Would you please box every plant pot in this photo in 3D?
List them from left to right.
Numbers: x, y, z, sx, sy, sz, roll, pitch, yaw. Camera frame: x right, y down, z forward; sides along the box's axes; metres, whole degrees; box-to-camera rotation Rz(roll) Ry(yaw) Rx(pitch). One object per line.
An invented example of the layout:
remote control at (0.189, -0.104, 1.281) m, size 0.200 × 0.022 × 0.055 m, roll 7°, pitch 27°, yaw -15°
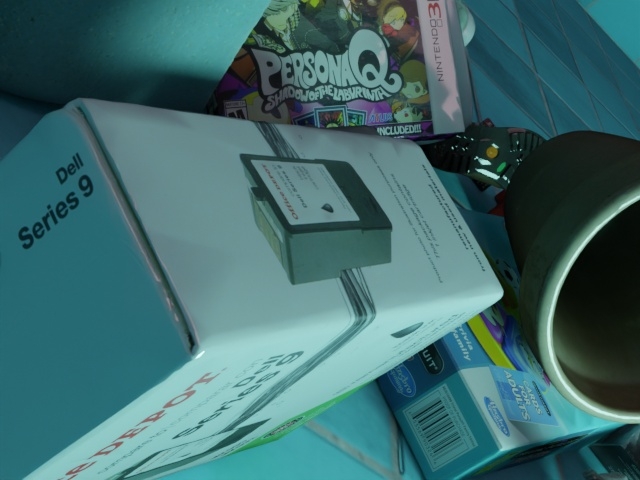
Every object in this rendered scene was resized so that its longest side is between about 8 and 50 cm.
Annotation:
plant pot at (-0.188, -0.244, 0.666) m, size 0.252 × 0.248 × 0.247 m, roll -8°, pitch 62°, yaw -39°
plant pot at (0.282, 0.005, 0.933) m, size 0.263 × 0.263 × 0.229 m, roll 36°, pitch 13°, yaw -28°

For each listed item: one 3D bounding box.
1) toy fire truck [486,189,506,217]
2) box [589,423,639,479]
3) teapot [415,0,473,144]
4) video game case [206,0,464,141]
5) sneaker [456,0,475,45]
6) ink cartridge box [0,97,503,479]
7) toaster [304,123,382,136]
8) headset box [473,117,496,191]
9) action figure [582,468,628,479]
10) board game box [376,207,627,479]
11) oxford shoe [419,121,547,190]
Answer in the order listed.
toy fire truck at (0.267, 0.003, 1.254) m, size 0.135 × 0.047 × 0.192 m, roll 9°, pitch 49°, yaw -52°
box at (0.482, 0.269, 1.080) m, size 0.242 × 0.076 × 0.307 m, roll -38°, pitch 89°, yaw -19°
teapot at (0.052, -0.213, 1.057) m, size 0.256 × 0.187 × 0.252 m, roll 47°, pitch 32°, yaw -76°
video game case at (0.006, -0.186, 0.872) m, size 0.232 × 0.042 × 0.210 m, roll -6°, pitch 87°, yaw -19°
sneaker at (0.126, -0.368, 1.434) m, size 0.151 × 0.094 × 0.256 m, roll 35°, pitch 21°, yaw -40°
ink cartridge box at (-0.065, 0.042, 0.525) m, size 0.289 × 0.211 × 0.121 m, roll -3°, pitch 61°, yaw -57°
toaster at (0.000, 0.000, 0.752) m, size 0.168 × 0.110 × 0.185 m, roll -11°, pitch 62°, yaw -51°
headset box at (0.217, -0.117, 1.307) m, size 0.083 × 0.062 × 0.032 m, roll 53°, pitch 26°, yaw 1°
action figure at (0.229, 0.244, 0.856) m, size 0.063 × 0.137 × 0.232 m, roll 46°, pitch 16°, yaw 17°
board game box at (0.160, 0.088, 0.955) m, size 0.336 × 0.079 × 0.253 m, roll 6°, pitch 52°, yaw -54°
oxford shoe at (0.209, -0.109, 1.226) m, size 0.227 × 0.082 × 0.096 m, roll 17°, pitch 4°, yaw -28°
